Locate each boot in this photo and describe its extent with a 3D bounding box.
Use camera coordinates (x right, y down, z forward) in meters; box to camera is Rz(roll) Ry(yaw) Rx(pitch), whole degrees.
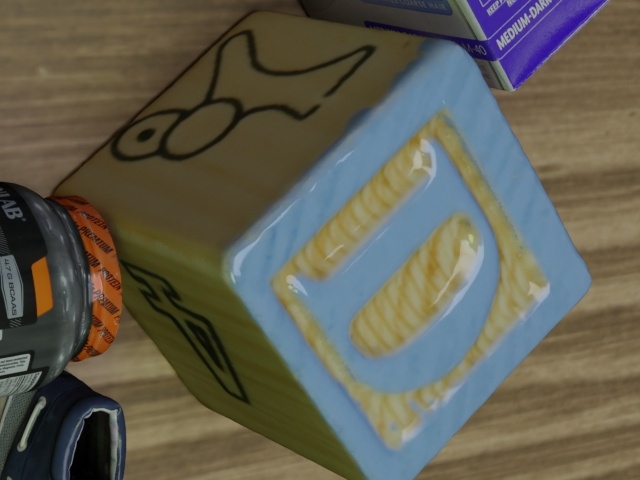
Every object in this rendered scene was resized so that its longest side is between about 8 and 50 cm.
[{"bbox_3d":[-0.162,0.169,0.977,0.069,0.086,0.190,2,100,-36],"label":"boot"}]

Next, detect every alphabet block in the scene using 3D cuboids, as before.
[{"bbox_3d":[0.000,0.000,0.983,0.192,0.197,0.193,-43,123,-19],"label":"alphabet block"}]

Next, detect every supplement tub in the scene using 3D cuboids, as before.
[{"bbox_3d":[-0.208,0.031,0.889,0.190,0.117,0.117,-10,107,-35],"label":"supplement tub"}]

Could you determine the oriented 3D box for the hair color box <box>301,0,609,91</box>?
[{"bbox_3d":[0.012,-0.251,0.934,0.110,0.185,0.339,-43,122,-18],"label":"hair color box"}]
